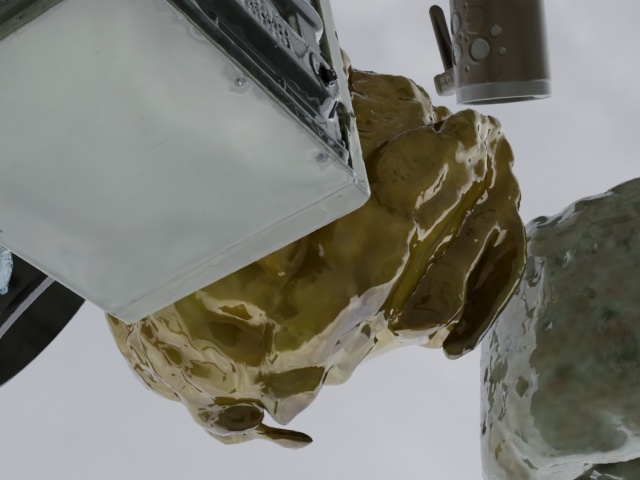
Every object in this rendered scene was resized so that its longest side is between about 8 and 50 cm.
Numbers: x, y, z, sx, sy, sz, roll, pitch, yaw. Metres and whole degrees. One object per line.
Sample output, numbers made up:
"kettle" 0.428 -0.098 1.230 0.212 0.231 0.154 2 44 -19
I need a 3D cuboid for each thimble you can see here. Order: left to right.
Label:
"thimble" 0.241 0.101 0.919 0.291 0.291 0.195 9 -120 -11

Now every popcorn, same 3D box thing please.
"popcorn" 0.000 0.000 0.751 0.190 0.250 0.250 54 -140 0

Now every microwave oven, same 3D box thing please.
"microwave oven" -0.091 -0.123 0.569 0.194 0.145 0.240 44 -152 -46

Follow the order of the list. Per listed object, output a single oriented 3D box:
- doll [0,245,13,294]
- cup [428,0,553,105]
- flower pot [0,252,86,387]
"doll" -0.379 -0.024 1.462 0.075 0.120 0.179 -20 -99 -4
"cup" 0.131 -0.153 1.019 0.074 0.099 0.102 -4 -178 -11
"flower pot" -0.396 0.050 1.647 0.166 0.269 0.269 39 -143 7
